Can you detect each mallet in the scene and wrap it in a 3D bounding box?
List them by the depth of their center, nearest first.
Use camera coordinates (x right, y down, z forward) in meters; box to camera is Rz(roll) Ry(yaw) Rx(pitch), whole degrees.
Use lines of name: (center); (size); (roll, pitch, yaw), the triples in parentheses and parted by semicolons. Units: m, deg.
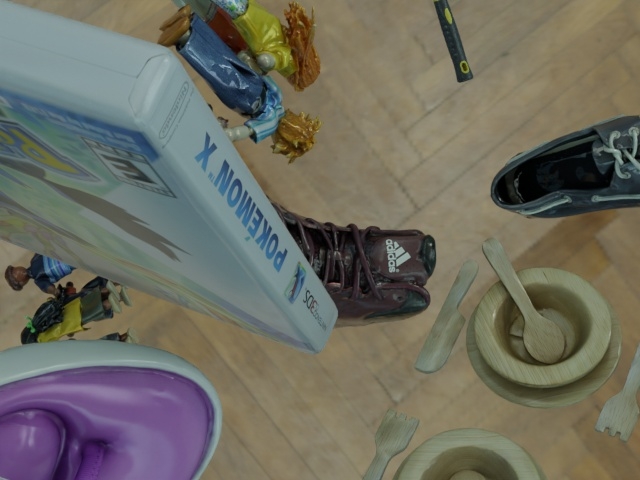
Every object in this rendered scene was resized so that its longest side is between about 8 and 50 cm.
mallet: (0.114, -0.255, 1.290); (0.062, 0.039, 0.190); (-13, 93, -21)

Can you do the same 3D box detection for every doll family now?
doll family: (-0.067, -0.149, 1.082); (0.163, 0.118, 0.263); (43, 36, -28)
doll family: (-0.249, 0.065, 1.219); (0.111, 0.193, 0.076); (-24, 125, 4)

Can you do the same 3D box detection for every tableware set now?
tableware set: (0.098, 0.090, 0.660); (0.128, 0.039, 0.194); (17, 61, 22)

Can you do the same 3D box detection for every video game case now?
video game case: (-0.171, -0.049, 0.620); (0.329, 0.300, 0.036); (18, 74, 19)

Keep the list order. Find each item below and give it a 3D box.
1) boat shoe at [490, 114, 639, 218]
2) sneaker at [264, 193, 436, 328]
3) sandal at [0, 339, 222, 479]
boat shoe: (0.217, -0.053, 0.895); (0.065, 0.206, 0.075); (-16, 93, -52)
sneaker: (0.000, 0.000, 0.954); (0.162, 0.281, 0.106); (-6, 71, 22)
sandal: (-0.223, 0.162, 0.608); (0.416, 0.102, 0.169); (-10, 125, -32)
